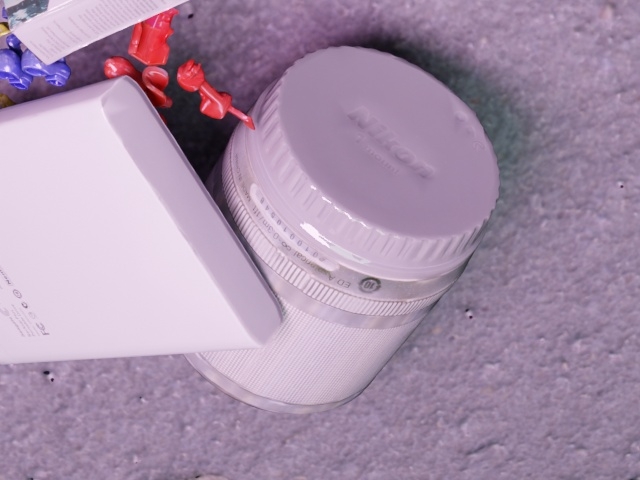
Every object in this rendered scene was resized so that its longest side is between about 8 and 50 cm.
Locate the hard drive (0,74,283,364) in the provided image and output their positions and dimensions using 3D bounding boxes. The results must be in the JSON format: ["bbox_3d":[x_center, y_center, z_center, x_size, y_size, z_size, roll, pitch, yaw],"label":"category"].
[{"bbox_3d":[-0.216,-0.002,1.230,0.353,0.047,0.233,-7,123,44],"label":"hard drive"}]

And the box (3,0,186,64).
[{"bbox_3d":[-0.132,-0.303,1.045,0.232,0.322,0.058,-23,151,9],"label":"box"}]

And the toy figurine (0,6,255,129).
[{"bbox_3d":[-0.203,-0.213,1.206,0.362,0.217,0.191,1,162,41],"label":"toy figurine"}]

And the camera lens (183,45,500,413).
[{"bbox_3d":[0.000,0.000,1.268,0.219,0.219,0.274,18,138,-16],"label":"camera lens"}]
